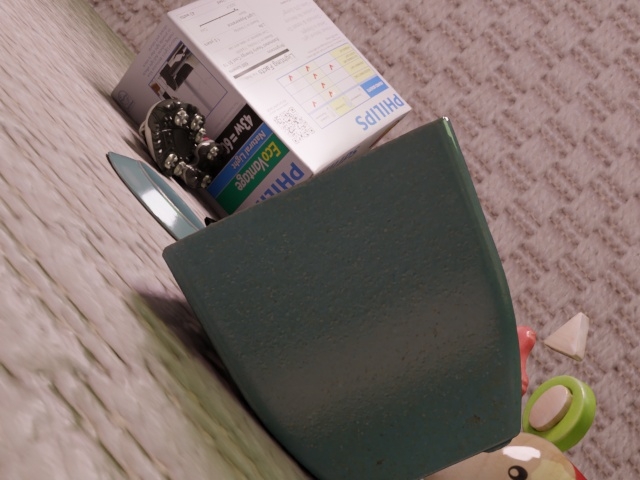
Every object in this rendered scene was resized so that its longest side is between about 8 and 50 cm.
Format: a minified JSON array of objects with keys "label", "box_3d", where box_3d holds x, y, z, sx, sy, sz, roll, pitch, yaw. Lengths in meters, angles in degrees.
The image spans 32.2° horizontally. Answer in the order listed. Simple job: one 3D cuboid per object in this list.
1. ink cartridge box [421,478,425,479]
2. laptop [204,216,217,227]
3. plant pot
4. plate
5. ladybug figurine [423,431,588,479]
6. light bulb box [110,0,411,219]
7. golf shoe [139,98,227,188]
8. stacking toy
[{"label":"ink cartridge box","box_3d":[0.136,0.306,0.997,0.208,0.045,0.206,49,1,6]},{"label":"laptop","box_3d":[-0.002,0.035,1.580,0.234,0.136,0.264,50,9,20]},{"label":"plant pot","box_3d":[0.051,0.077,0.949,0.252,0.247,0.248,65,4,7]},{"label":"plate","box_3d":[-0.180,-0.042,1.322,0.188,0.024,0.188,49,2,-2]},{"label":"ladybug figurine","box_3d":[0.294,0.378,1.305,0.449,0.162,0.305,47,1,-26]},{"label":"light bulb box","box_3d":[-0.098,-0.245,1.958,0.361,0.225,0.358,48,41,3]},{"label":"golf shoe","box_3d":[-0.236,-0.157,1.706,0.120,0.105,0.273,33,-8,13]},{"label":"stacking toy","box_3d":[0.303,0.237,1.845,0.130,0.279,0.309,35,44,-27]}]
